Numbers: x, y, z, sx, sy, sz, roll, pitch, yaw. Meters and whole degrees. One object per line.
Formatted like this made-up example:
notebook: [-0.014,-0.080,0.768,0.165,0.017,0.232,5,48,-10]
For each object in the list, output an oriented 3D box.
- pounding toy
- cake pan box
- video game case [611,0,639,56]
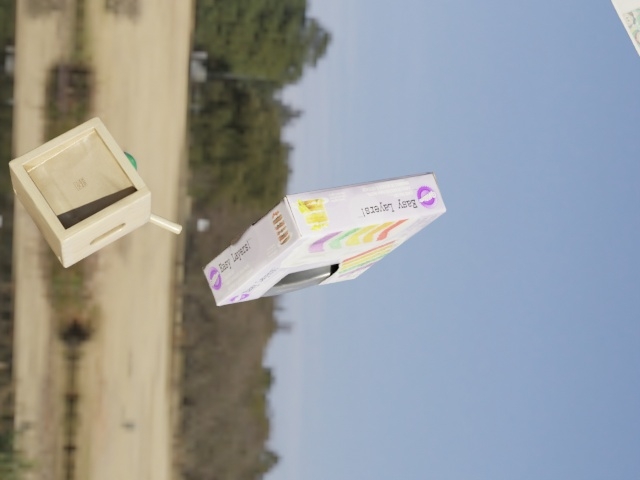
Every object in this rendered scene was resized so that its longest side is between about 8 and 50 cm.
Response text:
pounding toy: [-0.241,-0.046,1.631,0.130,0.141,0.100,54,-19,16]
cake pan box: [0.000,0.000,2.038,0.267,0.245,0.070,-37,-114,51]
video game case: [0.375,-0.195,1.480,0.143,0.019,0.157,-18,-75,52]
